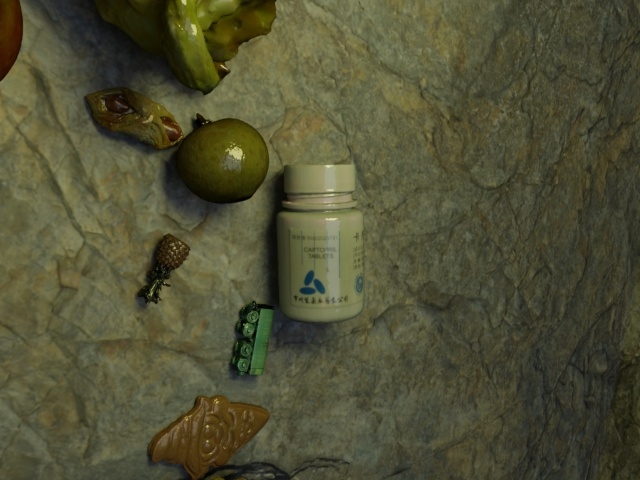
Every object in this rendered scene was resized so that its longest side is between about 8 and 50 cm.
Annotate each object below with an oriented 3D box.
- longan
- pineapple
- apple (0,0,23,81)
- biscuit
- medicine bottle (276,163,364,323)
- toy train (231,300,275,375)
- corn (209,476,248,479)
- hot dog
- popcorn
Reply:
[{"bbox_3d":[-0.170,-0.144,0.973,0.176,0.145,0.155,52,19,9],"label":"longan"},{"bbox_3d":[-0.274,0.051,0.976,0.058,0.058,0.124,36,81,-35],"label":"pineapple"},{"bbox_3d":[-0.469,-0.273,0.678,0.230,0.230,0.230,-7,101,-36],"label":"apple"},{"bbox_3d":[-0.204,0.369,1.094,0.250,0.035,0.162,-9,107,-37],"label":"biscuit"},{"bbox_3d":[0.000,0.000,1.096,0.170,0.170,0.293,-8,101,-35],"label":"medicine bottle"},{"bbox_3d":[-0.131,0.190,1.111,0.071,0.038,0.148,9,91,-40],"label":"toy train"},{"bbox_3d":[-0.248,0.561,1.039,0.322,0.119,0.119,-44,120,-17],"label":"corn"},{"bbox_3d":[-0.288,-0.198,0.917,0.169,0.061,0.078,20,84,-37],"label":"hot dog"},{"bbox_3d":[-0.185,-0.368,0.808,0.290,0.321,0.326,23,65,-37],"label":"popcorn"}]
